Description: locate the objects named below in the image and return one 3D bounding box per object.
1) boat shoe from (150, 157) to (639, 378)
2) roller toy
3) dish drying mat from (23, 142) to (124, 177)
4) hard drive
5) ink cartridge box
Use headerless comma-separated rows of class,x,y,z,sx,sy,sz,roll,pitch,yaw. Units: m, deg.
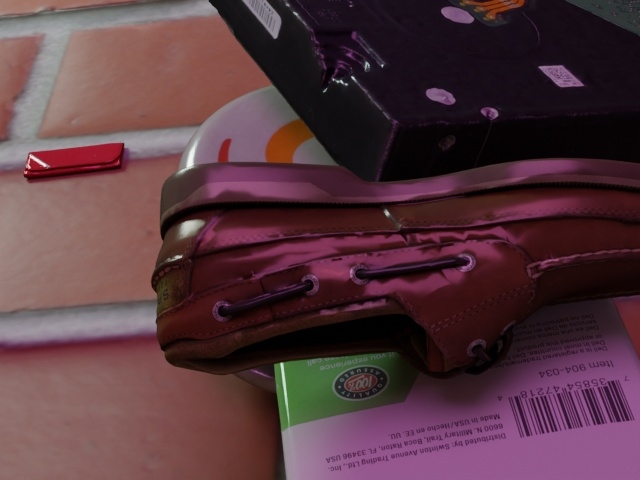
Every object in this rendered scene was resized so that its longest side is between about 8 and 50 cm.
boat shoe,0.066,0.025,0.636,0.307,0.110,0.104,-2,66,4
roller toy,0.000,0.000,0.800,0.191,0.146,0.209,-22,50,-23
dish drying mat,-0.209,-0.069,1.024,0.083,0.008,0.032,-7,41,5
hard drive,0.124,-0.126,0.810,0.339,0.064,0.237,-8,43,-31
ink cartridge box,0.091,0.169,0.618,0.198,0.114,0.273,-10,41,1
